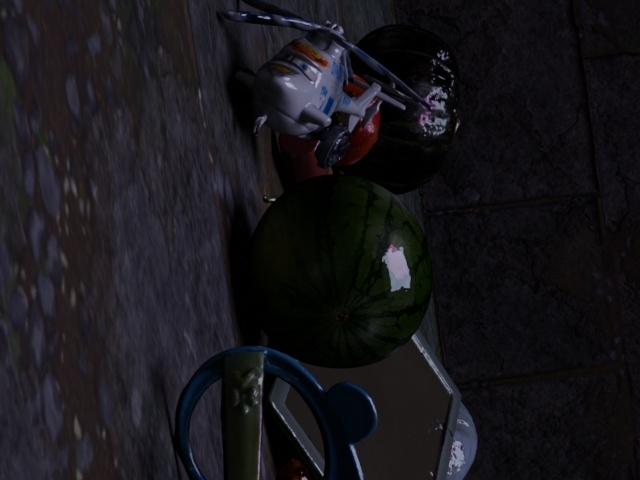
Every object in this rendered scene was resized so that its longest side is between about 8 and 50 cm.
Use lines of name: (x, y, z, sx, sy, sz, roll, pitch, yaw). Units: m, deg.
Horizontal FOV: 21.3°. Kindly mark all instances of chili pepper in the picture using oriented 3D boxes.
chili pepper: (0.019, -0.118, 1.643, 0.192, 0.084, 0.086, -1, 67, -87)

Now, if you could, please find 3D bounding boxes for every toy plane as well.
toy plane: (-0.007, -0.122, 1.397, 0.107, 0.182, 0.273, -61, -177, 2)

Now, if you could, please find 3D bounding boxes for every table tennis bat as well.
table tennis bat: (0.000, 0.000, 1.582, 0.310, 0.038, 0.200, 78, 7, -54)

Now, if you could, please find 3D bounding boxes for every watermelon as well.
watermelon: (0.013, 0.012, 1.261, 0.187, 0.140, 0.141, -92, 172, -60)

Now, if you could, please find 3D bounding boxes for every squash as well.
squash: (0.080, -0.144, 1.875, 0.193, 0.156, 0.193, 173, -90, -76)

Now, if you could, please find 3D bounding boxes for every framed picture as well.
framed picture: (0.040, 0.134, 1.410, 0.232, 0.019, 0.296, 57, 25, -20)

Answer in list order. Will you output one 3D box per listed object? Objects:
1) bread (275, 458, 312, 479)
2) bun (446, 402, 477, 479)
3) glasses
bread: (0.003, 0.289, 1.152, 0.139, 0.095, 0.269, 75, -3, -58)
bun: (0.076, 0.184, 1.574, 0.141, 0.141, 0.083, -85, 165, -57)
glasses: (-0.054, 0.184, 0.907, 0.207, 0.102, 0.239, -13, 98, -55)
